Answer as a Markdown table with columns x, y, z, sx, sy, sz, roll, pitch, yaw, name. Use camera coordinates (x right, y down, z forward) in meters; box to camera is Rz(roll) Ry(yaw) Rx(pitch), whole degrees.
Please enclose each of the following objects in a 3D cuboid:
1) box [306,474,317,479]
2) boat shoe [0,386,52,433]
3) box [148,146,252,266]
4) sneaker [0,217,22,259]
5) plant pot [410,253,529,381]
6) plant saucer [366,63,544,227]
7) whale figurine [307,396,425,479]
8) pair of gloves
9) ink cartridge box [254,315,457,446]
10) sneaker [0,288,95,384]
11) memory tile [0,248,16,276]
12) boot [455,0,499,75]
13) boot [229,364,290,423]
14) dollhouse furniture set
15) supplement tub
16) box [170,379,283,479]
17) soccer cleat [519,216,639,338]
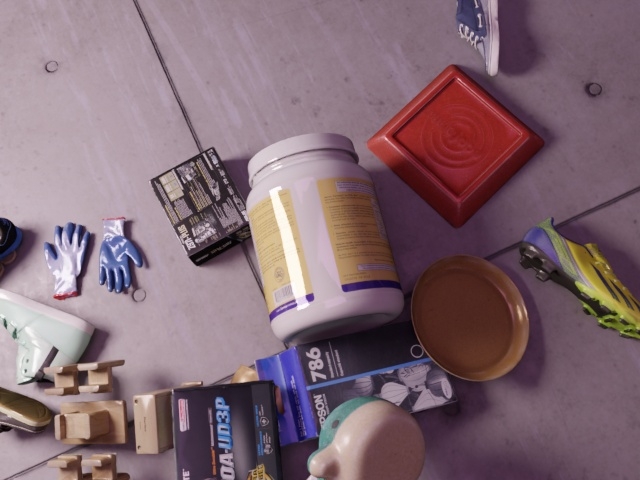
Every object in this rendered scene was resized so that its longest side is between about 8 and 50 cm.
| x | y | z | sx | sy | sz | roll | pitch | yaw | name |
| --- | --- | --- | --- | --- | --- | --- | --- | --- | --- |
| 0.020 | 0.441 | 1.323 | 0.101 | 0.102 | 0.087 | 40 | 82 | 12 | box |
| -0.585 | 0.318 | 1.407 | 0.224 | 0.080 | 0.073 | 14 | 93 | 26 | boat shoe |
| -0.226 | -0.066 | 1.497 | 0.147 | 0.077 | 0.180 | -30 | 74 | -5 | box |
| -0.684 | 0.045 | 1.478 | 0.081 | 0.090 | 0.232 | 36 | 80 | 12 | sneaker |
| 0.268 | 0.141 | 1.393 | 0.236 | 0.032 | 0.236 | 7 | 68 | -16 | plant pot |
| 0.268 | -0.200 | 1.517 | 0.259 | 0.048 | 0.258 | -43 | 76 | -7 | plant saucer |
| 0.048 | 0.379 | 1.228 | 0.216 | 0.141 | 0.272 | 31 | 82 | -34 | whale figurine |
| -0.449 | 0.033 | 1.515 | 0.198 | 0.023 | 0.159 | -7 | 76 | 3 | pair of gloves |
| 0.062 | 0.248 | 1.360 | 0.333 | 0.065 | 0.165 | -12 | 74 | -12 | ink cartridge box |
| -0.573 | 0.185 | 1.439 | 0.256 | 0.094 | 0.151 | 18 | 71 | 7 | sneaker |
| -0.693 | 0.031 | 1.538 | 0.148 | 0.012 | 0.113 | 33 | 79 | 11 | memory tile |
| 0.322 | -0.418 | 1.571 | 0.086 | 0.069 | 0.190 | -2 | 66 | 11 | boot |
| -0.105 | 0.390 | 1.356 | 0.236 | 0.089 | 0.269 | 28 | 74 | 4 | boot |
| -0.351 | 0.321 | 1.376 | 0.242 | 0.161 | 0.212 | -7 | 84 | 21 | dollhouse furniture set |
| 0.000 | 0.000 | 1.378 | 0.241 | 0.241 | 0.331 | -13 | 73 | 0 | supplement tub |
| -0.156 | 0.350 | 1.281 | 0.175 | 0.051 | 0.220 | -2 | 77 | -14 | box |
| 0.501 | 0.066 | 1.402 | 0.289 | 0.093 | 0.121 | 39 | 74 | 13 | soccer cleat |
